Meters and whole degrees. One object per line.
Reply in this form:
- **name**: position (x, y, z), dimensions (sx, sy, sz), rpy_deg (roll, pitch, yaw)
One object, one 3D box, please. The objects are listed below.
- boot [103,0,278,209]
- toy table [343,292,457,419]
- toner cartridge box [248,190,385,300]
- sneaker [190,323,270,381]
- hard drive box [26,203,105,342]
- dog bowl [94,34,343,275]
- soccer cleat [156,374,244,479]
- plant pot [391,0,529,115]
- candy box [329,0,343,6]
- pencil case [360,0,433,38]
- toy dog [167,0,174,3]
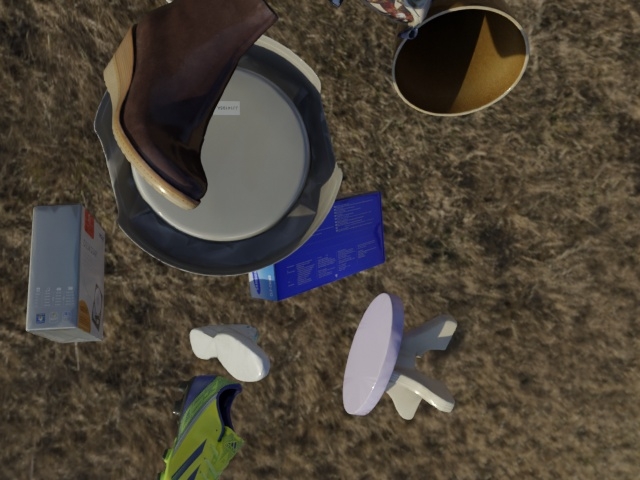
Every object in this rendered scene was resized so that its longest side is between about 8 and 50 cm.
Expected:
- **boot**: position (-0.130, -0.178, 0.670), dimensions (0.207, 0.248, 0.090), rpy_deg (-37, 152, 13)
- **toy table**: position (0.166, 0.251, 1.287), dimensions (0.161, 0.252, 0.274), rpy_deg (14, 122, -16)
- **toner cartridge box**: position (0.000, 0.000, 1.262), dimensions (0.348, 0.075, 0.165), rpy_deg (-15, 103, -48)
- **sneaker**: position (-0.138, 0.179, 1.076), dimensions (0.094, 0.212, 0.080), rpy_deg (-15, 107, -38)
- **hard drive box**: position (-0.480, 0.068, 1.183), dimensions (0.089, 0.232, 0.181), rpy_deg (-3, 165, -6)
- **dog bowl**: position (-0.143, -0.124, 0.904), dimensions (0.349, 0.102, 0.348), rpy_deg (0, 89, -8)
- **soccer cleat**: position (-0.188, 0.353, 1.004), dimensions (0.121, 0.289, 0.093), rpy_deg (2, 144, 3)
- **plant pot**: position (0.240, -0.407, 1.158), dimensions (0.237, 0.254, 0.237), rpy_deg (-2, 145, -1)
- **candy box**: position (0.051, -0.537, 1.064), dimensions (0.071, 0.159, 0.233), rpy_deg (24, 113, -33)
- **pencil case**: position (0.213, -0.501, 0.909), dimensions (0.410, 0.183, 0.160), rpy_deg (-47, 147, 5)
- **toy dog**: position (-0.194, -0.346, 1.042), dimensions (0.220, 0.161, 0.333), rpy_deg (-36, 139, -42)
